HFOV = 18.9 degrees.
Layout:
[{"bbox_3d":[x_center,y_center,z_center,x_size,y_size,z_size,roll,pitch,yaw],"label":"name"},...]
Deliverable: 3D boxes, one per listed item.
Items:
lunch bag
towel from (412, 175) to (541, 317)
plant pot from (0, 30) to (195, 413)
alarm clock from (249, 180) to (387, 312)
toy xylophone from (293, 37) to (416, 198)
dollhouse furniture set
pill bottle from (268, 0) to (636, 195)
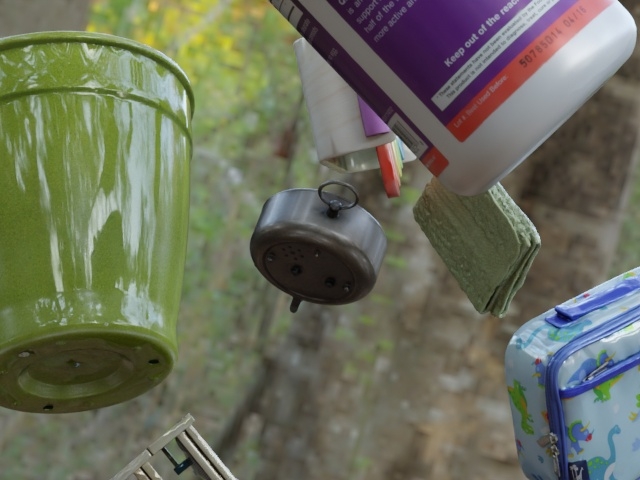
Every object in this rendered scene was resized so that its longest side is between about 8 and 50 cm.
[{"bbox_3d":[0.270,0.123,1.712,0.219,0.176,0.090,-23,27,-27],"label":"lunch bag"},{"bbox_3d":[0.144,-0.011,1.769,0.027,0.110,0.148,-9,51,-37],"label":"towel"},{"bbox_3d":[-0.305,0.003,2.259,0.366,0.353,0.366,-9,-26,-4],"label":"plant pot"},{"bbox_3d":[0.000,0.000,1.852,0.129,0.064,0.192,20,-37,0],"label":"alarm clock"},{"bbox_3d":[0.029,-0.162,1.871,0.081,0.236,0.323,-13,6,6],"label":"toy xylophone"},{"bbox_3d":[-0.165,0.294,2.227,0.129,0.129,0.184,51,-9,2],"label":"dollhouse furniture set"},{"bbox_3d":[0.061,-0.200,1.379,0.323,0.181,0.181,47,-6,3],"label":"pill bottle"}]
